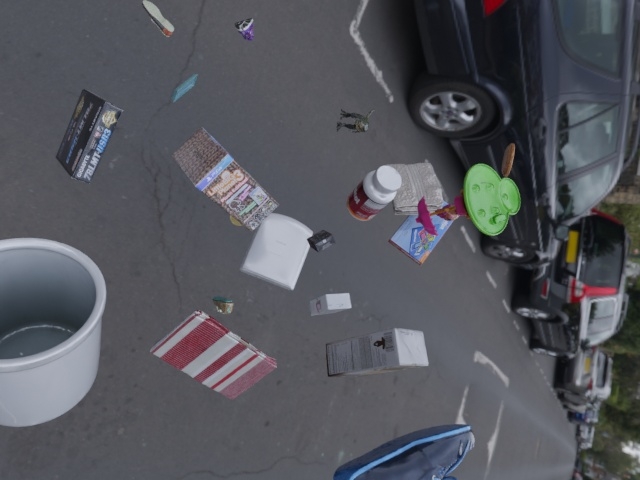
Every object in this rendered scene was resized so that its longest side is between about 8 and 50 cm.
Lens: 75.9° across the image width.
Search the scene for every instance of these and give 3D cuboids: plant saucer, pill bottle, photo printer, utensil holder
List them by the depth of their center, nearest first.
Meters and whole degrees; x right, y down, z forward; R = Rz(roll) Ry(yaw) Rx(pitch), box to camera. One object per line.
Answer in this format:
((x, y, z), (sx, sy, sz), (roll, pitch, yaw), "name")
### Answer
((0.128, -0.114, 0.988), (0.086, 0.152, 0.085), (9, 65, -19), "pill bottle")
((-0.711, 0.239, 1.000), (0.328, 0.328, 0.385), (-33, 159, -45), "utensil holder")
((0.469, -0.202, 1.030), (0.083, 0.014, 0.083), (9, 90, -77), "plant saucer")
((-0.589, -0.666, 1.782), (0.018, 0.067, 0.192), (34, 41, -13), "plant saucer")
((-0.185, 0.037, 1.831), (0.107, 0.256, 0.307), (128, -16, -72), "photo printer")

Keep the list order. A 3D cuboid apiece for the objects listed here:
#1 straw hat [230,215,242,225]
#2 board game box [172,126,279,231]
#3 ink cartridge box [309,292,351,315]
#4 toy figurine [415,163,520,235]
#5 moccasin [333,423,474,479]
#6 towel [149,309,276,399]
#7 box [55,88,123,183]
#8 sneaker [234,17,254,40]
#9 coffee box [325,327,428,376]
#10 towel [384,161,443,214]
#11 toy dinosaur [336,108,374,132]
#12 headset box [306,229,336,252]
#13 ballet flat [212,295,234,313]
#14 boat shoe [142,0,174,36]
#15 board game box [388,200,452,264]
((-0.340, -0.136, 1.813), (0.145, 0.061, 0.144), (-22, 141, -19), "straw hat")
((-0.317, -0.203, 1.392), (0.141, 0.232, 0.291), (-45, 139, 0), "board game box")
((0.031, 0.208, 1.336), (0.089, 0.122, 0.052), (0, 73, -29), "ink cartridge box")
((0.267, -0.064, 0.795), (0.173, 0.159, 0.129), (-12, 88, -36), "toy figurine")
((0.176, 0.455, 0.807), (0.342, 0.138, 0.116), (-6, 69, -29), "moccasin")
((-0.333, 0.370, 1.301), (0.329, 0.237, 0.037), (41, 22, -23), "towel")
((-0.861, -0.390, 1.512), (0.073, 0.293, 0.295), (20, 100, -46), "box")
((-0.262, -0.759, 1.483), (0.169, 0.069, 0.071), (-94, 168, -61), "sneaker")
((0.151, 0.317, 1.144), (0.141, 0.247, 0.098), (18, 58, -42), "coffee box")
((0.349, -0.203, 1.547), (0.049, 0.187, 0.282), (90, -3, -47), "towel")
((0.123, -0.423, 1.452), (0.268, 0.118, 0.063), (-69, 163, -57), "toy dinosaur")
((0.000, 0.000, 1.237), (0.062, 0.083, 0.032), (-29, 110, -14), "headset box")
((-0.441, 0.291, 1.835), (0.073, 0.206, 0.067), (5, 87, -24), "ballet flat")
((-0.608, -0.824, 1.526), (0.137, 0.043, 0.049), (45, 50, -22), "boat shoe")
((0.389, -0.052, 1.531), (0.281, 0.145, 0.027), (-48, 168, -24), "board game box")
